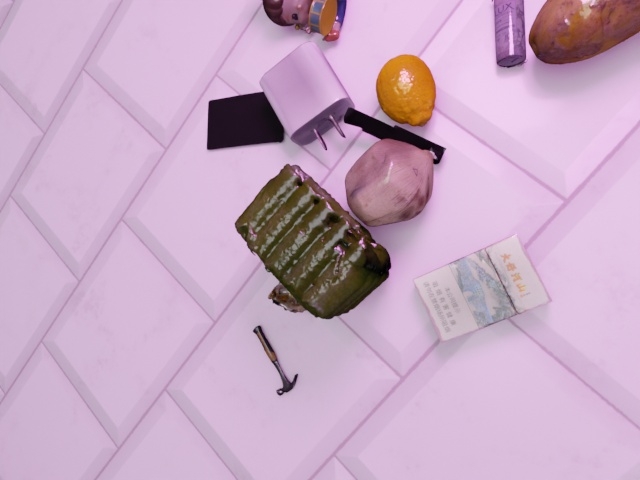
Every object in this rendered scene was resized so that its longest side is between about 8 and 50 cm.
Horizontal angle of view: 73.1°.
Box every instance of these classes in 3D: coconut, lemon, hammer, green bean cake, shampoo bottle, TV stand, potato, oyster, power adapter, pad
[{"bbox_3d":[0.168,-0.135,1.014,0.224,0.224,0.224,-1,88,21],"label":"coconut"},{"bbox_3d":[0.208,-0.357,1.042,0.142,0.142,0.187,-24,82,19],"label":"lemon"},{"bbox_3d":[-0.130,0.329,1.212,0.078,0.021,0.201,-34,78,17],"label":"hammer"},{"bbox_3d":[0.000,0.000,1.020,0.218,0.319,0.335,-44,78,11],"label":"green bean cake"},{"bbox_3d":[0.435,-0.515,0.996,0.072,0.072,0.214,-2,87,21],"label":"shampoo bottle"},{"bbox_3d":[0.179,-0.258,1.054,0.256,0.049,0.040,25,98,0],"label":"TV stand"},{"bbox_3d":[0.556,-0.468,0.871,0.266,0.229,0.229,-45,74,17],"label":"potato"},{"bbox_3d":[-0.070,0.145,1.179,0.148,0.051,0.103,5,87,6],"label":"oyster"},{"bbox_3d":[-0.022,-0.358,1.139,0.187,0.124,0.255,-32,77,18],"label":"power adapter"},{"bbox_3d":[-0.225,-0.357,1.282,0.264,0.009,0.160,-1,85,21],"label":"pad"}]

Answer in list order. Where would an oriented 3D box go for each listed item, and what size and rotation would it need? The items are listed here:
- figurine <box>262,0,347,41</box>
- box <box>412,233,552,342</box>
[{"bbox_3d":[-0.063,-0.637,1.148,0.275,0.158,0.161,23,136,19],"label":"figurine"},{"bbox_3d":[0.366,0.113,0.999,0.256,0.069,0.164,-27,79,19],"label":"box"}]
